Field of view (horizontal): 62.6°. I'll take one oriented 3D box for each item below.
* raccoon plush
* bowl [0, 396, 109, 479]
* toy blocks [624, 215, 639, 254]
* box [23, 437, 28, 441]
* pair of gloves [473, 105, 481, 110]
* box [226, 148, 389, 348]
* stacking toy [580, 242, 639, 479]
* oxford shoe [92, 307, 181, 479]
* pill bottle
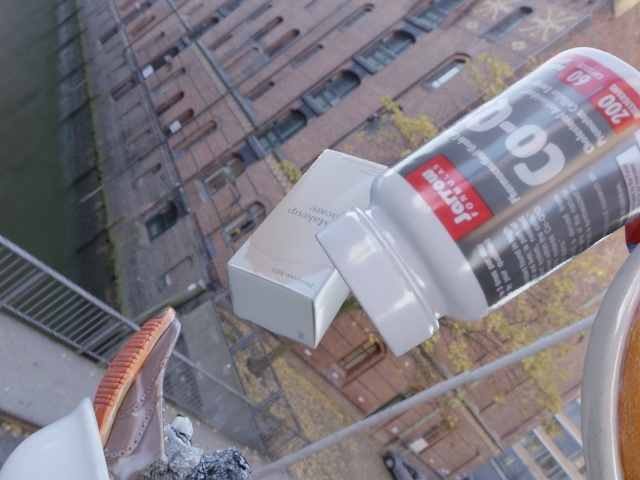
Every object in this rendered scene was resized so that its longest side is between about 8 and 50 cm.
[{"bbox_3d":[-0.320,0.632,1.195,0.299,0.216,0.446,32,37,-45],"label":"raccoon plush"},{"bbox_3d":[-0.277,0.330,0.548,0.298,0.134,0.297,37,-47,54],"label":"bowl"},{"bbox_3d":[0.444,0.133,0.635,0.261,0.191,0.381,36,57,-44],"label":"toy blocks"},{"bbox_3d":[-0.528,0.495,1.071,0.201,0.021,0.164,4,-57,48],"label":"box"},{"bbox_3d":[0.222,-0.142,0.734,0.010,0.083,0.074,-12,-66,46],"label":"pair of gloves"},{"bbox_3d":[0.000,0.000,0.833,0.148,0.311,0.121,19,-42,18],"label":"box"},{"bbox_3d":[0.422,0.125,0.246,0.350,0.351,0.480,53,-19,-10],"label":"stacking toy"},{"bbox_3d":[-0.313,0.291,0.885,0.133,0.363,0.130,33,-23,-24],"label":"oxford shoe"},{"bbox_3d":[0.148,-0.029,0.477,0.161,0.283,0.161,56,0,-1],"label":"pill bottle"}]
